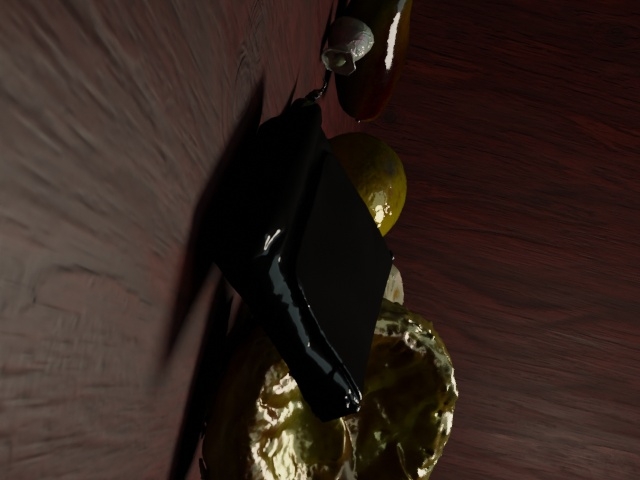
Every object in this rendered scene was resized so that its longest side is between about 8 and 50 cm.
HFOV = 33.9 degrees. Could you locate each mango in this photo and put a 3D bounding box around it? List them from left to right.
[{"bbox_3d":[0.079,-0.297,1.571,0.133,0.111,0.267,-50,161,-43],"label":"mango"}]

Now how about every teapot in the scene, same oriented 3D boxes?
[{"bbox_3d":[0.029,-0.261,1.440,0.083,0.064,0.064,-24,-145,53],"label":"teapot"}]

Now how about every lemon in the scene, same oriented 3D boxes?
[{"bbox_3d":[0.043,-0.072,1.554,0.207,0.170,0.170,-59,165,-51],"label":"lemon"}]

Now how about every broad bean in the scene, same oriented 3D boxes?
[{"bbox_3d":[-0.031,-0.118,1.161,0.226,0.039,0.069,-71,-179,-62],"label":"broad bean"}]

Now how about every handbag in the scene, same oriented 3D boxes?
[{"bbox_3d":[-0.013,0.017,0.988,0.223,0.080,0.246,63,27,-29],"label":"handbag"}]

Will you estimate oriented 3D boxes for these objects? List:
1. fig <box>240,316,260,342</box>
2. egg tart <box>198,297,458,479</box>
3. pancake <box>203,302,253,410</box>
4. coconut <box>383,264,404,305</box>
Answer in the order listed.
[{"bbox_3d":[-0.029,0.114,1.377,0.145,0.170,0.274,48,21,-33],"label":"fig"},{"bbox_3d":[0.001,0.197,1.177,0.132,0.341,0.341,27,-74,53],"label":"egg tart"},{"bbox_3d":[-0.102,0.132,1.160,0.116,0.023,0.129,-65,172,-54],"label":"pancake"},{"bbox_3d":[0.039,0.111,1.886,0.241,0.241,0.241,14,90,-87],"label":"coconut"}]
